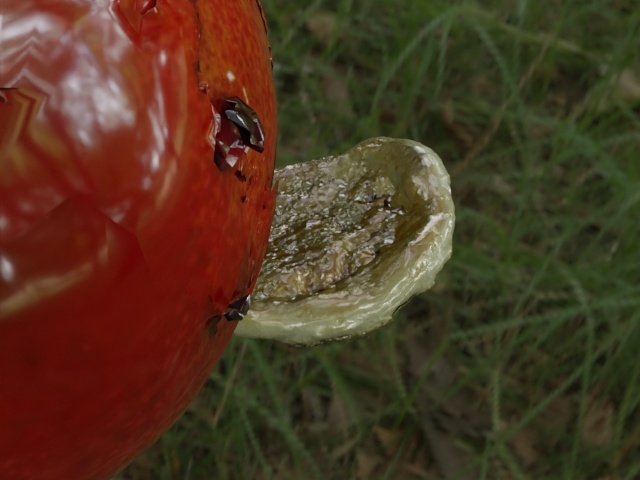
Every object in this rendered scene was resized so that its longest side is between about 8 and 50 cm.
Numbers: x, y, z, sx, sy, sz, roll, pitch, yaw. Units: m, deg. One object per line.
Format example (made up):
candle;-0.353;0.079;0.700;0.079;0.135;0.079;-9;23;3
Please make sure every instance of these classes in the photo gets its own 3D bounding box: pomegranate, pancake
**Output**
pomegranate;-0.121;-0.031;0.413;0.210;0.210;0.235;-30;49;-31
pancake;0.000;0.000;1.573;0.282;0.049;0.282;-19;34;14
